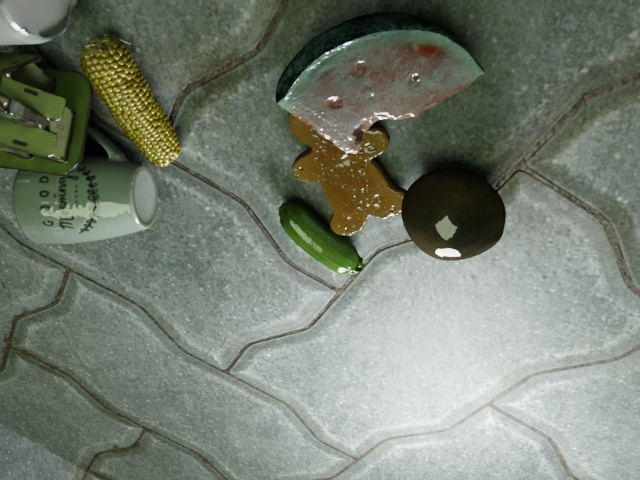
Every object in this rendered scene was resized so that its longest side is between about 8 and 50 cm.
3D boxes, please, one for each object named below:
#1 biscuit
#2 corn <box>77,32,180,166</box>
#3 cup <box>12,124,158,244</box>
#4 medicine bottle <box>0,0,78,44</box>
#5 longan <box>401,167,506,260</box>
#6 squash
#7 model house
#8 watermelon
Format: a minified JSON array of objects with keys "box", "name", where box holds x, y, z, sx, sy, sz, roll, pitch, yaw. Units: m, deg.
[{"box":[0.044,-0.148,1.122,0.196,0.049,0.302,-21,122,22],"name":"biscuit"},{"box":[-0.347,-0.253,1.120,0.091,0.091,0.260,-5,129,31],"name":"corn"},{"box":[-0.469,-0.123,1.231,0.233,0.186,0.258,-3,101,8],"name":"cup"},{"box":[-0.612,-0.419,0.970,0.378,0.214,0.214,2,130,14],"name":"medicine bottle"},{"box":[0.238,-0.046,1.085,0.187,0.168,0.168,6,135,-18],"name":"longan"},{"box":[0.000,0.000,1.244,0.219,0.077,0.068,37,138,-18],"name":"squash"},{"box":[-0.566,-0.241,1.038,0.218,0.278,0.205,7,87,11],"name":"model house"},{"box":[0.085,-0.255,0.960,0.318,0.148,0.226,-8,133,-2],"name":"watermelon"}]
